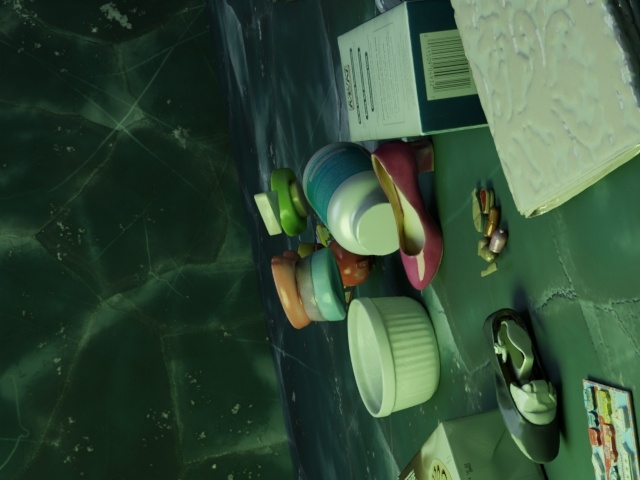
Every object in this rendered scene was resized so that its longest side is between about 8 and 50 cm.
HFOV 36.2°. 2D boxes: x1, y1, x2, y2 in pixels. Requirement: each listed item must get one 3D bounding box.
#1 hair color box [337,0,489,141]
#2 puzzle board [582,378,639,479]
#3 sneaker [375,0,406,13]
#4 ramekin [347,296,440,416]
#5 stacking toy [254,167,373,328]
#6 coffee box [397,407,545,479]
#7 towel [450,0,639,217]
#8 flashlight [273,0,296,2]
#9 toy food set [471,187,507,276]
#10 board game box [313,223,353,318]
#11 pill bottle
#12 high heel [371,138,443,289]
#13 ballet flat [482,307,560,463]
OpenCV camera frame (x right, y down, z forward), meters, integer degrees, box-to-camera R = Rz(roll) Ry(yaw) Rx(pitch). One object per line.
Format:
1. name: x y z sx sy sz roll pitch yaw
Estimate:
1. hair color box: 0.125 -0.235 1.402 0.347 0.105 0.174 -162 65 -76
2. puzzle board: 0.318 0.221 1.070 0.096 0.011 0.128 -178 79 -77
3. sneaker: 0.117 -0.430 1.391 0.132 0.086 0.229 -149 41 -68
4. ramekin: 0.127 0.193 1.680 0.207 0.109 0.207 171 90 -78
5. stacking toy: 0.000 0.000 1.791 0.309 0.130 0.279 -60 -44 -73
6. coffee box: 0.213 0.365 1.388 0.297 0.119 0.168 107 151 -62
7. towel: 0.233 -0.215 1.021 0.317 0.053 0.332 135 121 -73
8. flashlight: -0.101 -0.677 2.121 0.103 0.103 0.304 -174 77 -74
9. toy food set: 0.227 -0.016 1.302 0.078 0.019 0.122 133 135 -74
10. board game box: 0.026 0.070 2.183 0.141 0.048 0.170 101 158 -51
11. pill bottle: 0.067 -0.067 1.678 0.264 0.146 0.146 -124 28 -63
12. high heel: 0.124 -0.033 1.495 0.082 0.117 0.244 21 117 45
13. ballet flat: 0.251 0.172 1.211 0.074 0.074 0.203 102 159 -57
